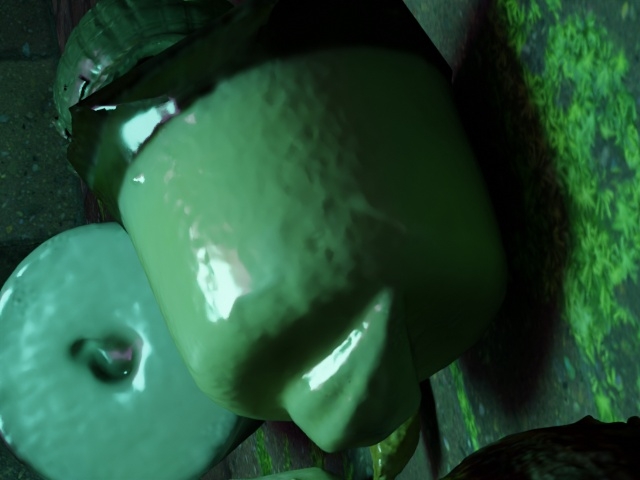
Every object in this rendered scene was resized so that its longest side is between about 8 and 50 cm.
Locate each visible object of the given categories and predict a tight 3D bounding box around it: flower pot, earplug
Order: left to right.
[{"bbox_3d":[-0.193,0.132,1.712,0.394,0.312,0.313,-6,-90,-80],"label":"earplug"},{"bbox_3d":[-0.189,-0.157,1.737,0.213,0.301,0.302,-123,32,-55],"label":"flower pot"}]

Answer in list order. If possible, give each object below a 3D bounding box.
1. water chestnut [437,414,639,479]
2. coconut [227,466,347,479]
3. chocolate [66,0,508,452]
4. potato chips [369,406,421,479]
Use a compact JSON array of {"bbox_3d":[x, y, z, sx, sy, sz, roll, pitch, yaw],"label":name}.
[{"bbox_3d":[0.139,0.276,0.823,0.350,0.302,0.350,173,90,-77],"label":"water chestnut"},{"bbox_3d":[-0.092,0.457,1.500,0.404,0.404,0.405,174,90,-72],"label":"coconut"},{"bbox_3d":[0.000,0.000,1.157,0.326,0.314,0.297,48,-164,-49],"label":"chocolate"},{"bbox_3d":[0.040,0.050,1.430,0.057,0.080,0.407,83,171,-65],"label":"potato chips"}]
